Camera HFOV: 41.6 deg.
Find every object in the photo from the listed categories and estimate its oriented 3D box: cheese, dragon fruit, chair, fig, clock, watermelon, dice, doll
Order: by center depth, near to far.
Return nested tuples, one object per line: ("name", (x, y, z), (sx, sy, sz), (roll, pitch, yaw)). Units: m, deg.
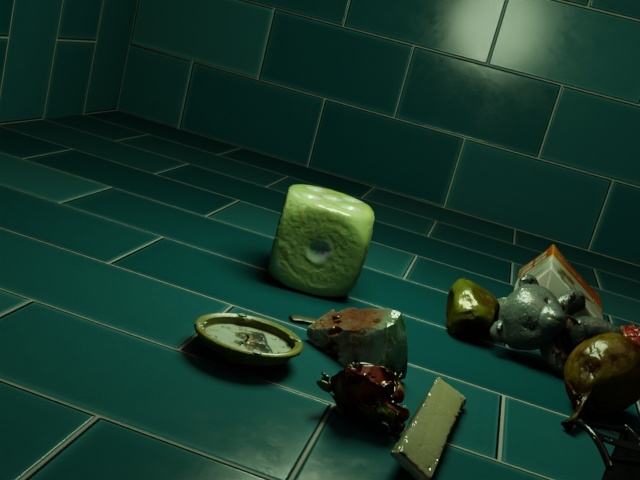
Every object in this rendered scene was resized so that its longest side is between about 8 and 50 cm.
("chair", (0.578, 0.426, 1.532), (0.260, 0.141, 0.154), (13, 15, -14))
("dragon fruit", (0.097, 0.292, 1.606), (0.175, 0.142, 0.138), (47, -6, 28))
("cheese", (0.215, 0.351, 1.616), (0.085, 0.034, 0.400), (43, 19, 8))
("clock", (-0.154, 0.215, 1.765), (0.237, 0.057, 0.237), (14, 13, -3))
("watermelon", (0.075, 0.216, 1.874), (0.241, 0.154, 0.094), (10, 9, 41))
("fig", (0.611, 0.319, 1.921), (0.290, 0.190, 0.191), (-11, 27, -30))
("doll", (0.622, 0.219, 2.155), (0.341, 0.245, 0.158), (23, -22, 6))
("fig", (0.396, 0.183, 2.237), (0.165, 0.154, 0.144), (62, -5, 25))
("dice", (0.000, 0.000, 2.314), (0.255, 0.251, 0.250), (17, 16, -1))
("dragon fruit", (0.863, 0.287, 2.351), (0.121, 0.130, 0.142), (1, -21, -21))

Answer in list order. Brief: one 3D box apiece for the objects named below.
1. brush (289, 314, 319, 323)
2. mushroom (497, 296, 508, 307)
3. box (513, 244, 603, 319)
("brush", (0.019, 0.194, 2.057), (0.191, 0.027, 0.034), (10, 14, -15))
("mushroom", (0.557, 0.200, 2.434), (0.081, 0.092, 0.223), (22, 8, 30))
("box", (0.682, 0.163, 2.416), (0.225, 0.143, 0.341), (49, 19, 3))
